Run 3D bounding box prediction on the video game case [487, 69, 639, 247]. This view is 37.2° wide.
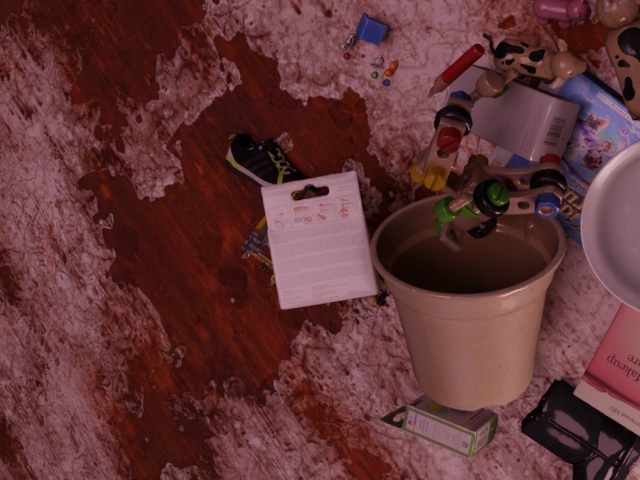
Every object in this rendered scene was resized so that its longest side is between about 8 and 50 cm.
[{"bbox_3d":[0.462,-0.148,1.681,0.269,0.061,0.244,43,120,19],"label":"video game case"}]

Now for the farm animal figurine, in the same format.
[{"bbox_3d":[0.468,-0.318,1.526,0.330,0.172,0.326,-40,74,18],"label":"farm animal figurine"}]

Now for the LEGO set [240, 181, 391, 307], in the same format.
[{"bbox_3d":[-0.002,0.042,1.854,0.192,0.331,0.255,-54,29,-3],"label":"LEGO set"}]

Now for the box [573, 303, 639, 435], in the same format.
[{"bbox_3d":[0.567,0.197,1.641,0.149,0.127,0.232,32,115,24],"label":"box"}]

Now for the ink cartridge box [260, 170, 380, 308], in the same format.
[{"bbox_3d":[0.000,0.000,1.700,0.181,0.056,0.224,-9,91,10],"label":"ink cartridge box"}]

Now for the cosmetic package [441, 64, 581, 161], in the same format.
[{"bbox_3d":[0.328,-0.226,1.670,0.231,0.086,0.117,36,113,44],"label":"cosmetic package"}]

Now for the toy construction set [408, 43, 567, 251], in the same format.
[{"bbox_3d":[0.229,-0.130,1.563,0.237,0.258,0.308,-38,53,50],"label":"toy construction set"}]

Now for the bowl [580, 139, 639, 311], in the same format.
[{"bbox_3d":[0.583,-0.028,1.527,0.298,0.134,0.297,5,100,32],"label":"bowl"}]

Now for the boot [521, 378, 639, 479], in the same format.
[{"bbox_3d":[0.463,0.403,1.770,0.207,0.094,0.246,32,109,20],"label":"boot"}]

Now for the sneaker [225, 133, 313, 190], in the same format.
[{"bbox_3d":[-0.115,-0.169,2.045,0.235,0.084,0.097,25,111,27],"label":"sneaker"}]

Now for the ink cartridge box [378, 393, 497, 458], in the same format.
[{"bbox_3d":[0.235,0.356,1.904,0.209,0.109,0.062,17,108,30],"label":"ink cartridge box"}]

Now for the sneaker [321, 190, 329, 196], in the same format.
[{"bbox_3d":[-0.007,-0.065,2.004,0.082,0.069,0.209,49,121,20],"label":"sneaker"}]

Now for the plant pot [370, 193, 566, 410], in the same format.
[{"bbox_3d":[0.272,0.124,1.712,0.334,0.334,0.305,13,128,31],"label":"plant pot"}]

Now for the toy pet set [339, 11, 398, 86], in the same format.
[{"bbox_3d":[0.095,-0.380,1.874,0.122,0.065,0.114,36,117,22],"label":"toy pet set"}]
